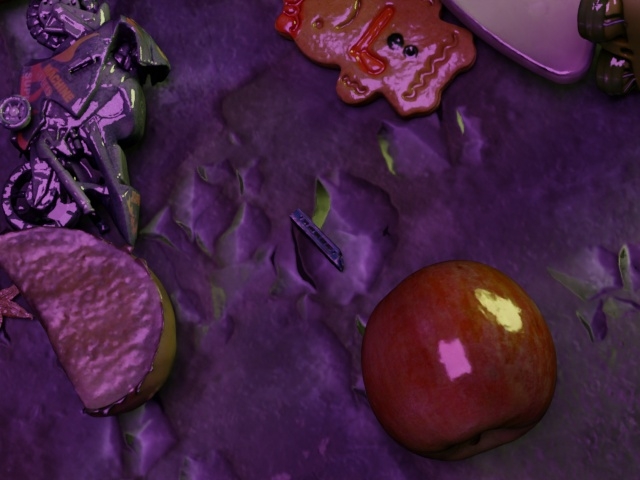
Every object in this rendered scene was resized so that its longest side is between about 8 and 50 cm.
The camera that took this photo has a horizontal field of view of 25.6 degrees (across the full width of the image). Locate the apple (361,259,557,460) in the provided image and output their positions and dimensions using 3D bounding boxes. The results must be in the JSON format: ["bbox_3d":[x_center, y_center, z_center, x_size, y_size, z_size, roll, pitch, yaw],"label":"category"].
[{"bbox_3d":[0.131,0.115,1.354,0.188,0.188,0.174,-22,65,2],"label":"apple"}]

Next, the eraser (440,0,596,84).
[{"bbox_3d":[0.223,-0.269,1.522,0.204,0.059,0.243,-21,70,-1],"label":"eraser"}]

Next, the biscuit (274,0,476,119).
[{"bbox_3d":[0.058,-0.230,1.553,0.225,0.036,0.166,38,84,18],"label":"biscuit"}]

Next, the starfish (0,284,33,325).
[{"bbox_3d":[-0.358,0.068,1.541,0.086,0.016,0.092,-12,77,4],"label":"starfish"}]

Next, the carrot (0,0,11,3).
[{"bbox_3d":[-0.319,-0.355,1.605,0.302,0.139,0.138,-18,71,11],"label":"carrot"}]

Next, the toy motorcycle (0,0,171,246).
[{"bbox_3d":[-0.255,-0.143,1.543,0.173,0.108,0.307,2,76,4],"label":"toy motorcycle"}]

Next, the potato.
[{"bbox_3d":[-0.231,0.071,1.476,0.138,0.098,0.243,-34,68,-3],"label":"potato"}]

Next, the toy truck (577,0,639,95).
[{"bbox_3d":[0.364,-0.239,1.437,0.148,0.187,0.210,11,49,26],"label":"toy truck"}]

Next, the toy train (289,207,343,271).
[{"bbox_3d":[0.000,0.000,1.501,0.017,0.017,0.083,-40,71,-11],"label":"toy train"}]
